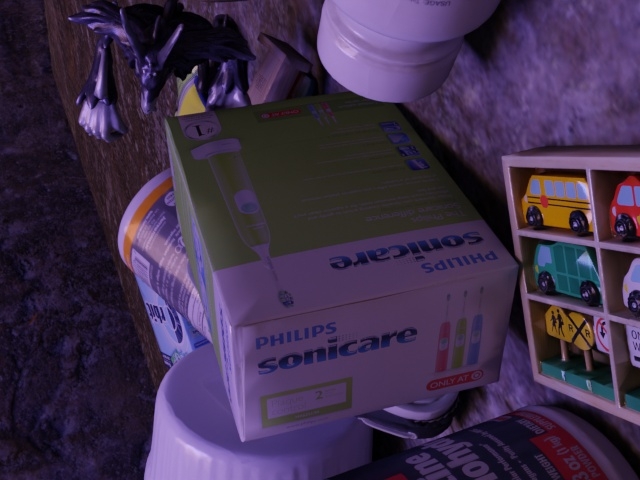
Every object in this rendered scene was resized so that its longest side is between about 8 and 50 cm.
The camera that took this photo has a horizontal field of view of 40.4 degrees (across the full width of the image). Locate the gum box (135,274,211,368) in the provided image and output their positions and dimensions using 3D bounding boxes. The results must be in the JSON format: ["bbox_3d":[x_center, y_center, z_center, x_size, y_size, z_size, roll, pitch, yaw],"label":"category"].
[{"bbox_3d":[-0.206,0.100,1.232,0.157,0.041,0.184,3,113,61],"label":"gum box"}]

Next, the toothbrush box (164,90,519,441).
[{"bbox_3d":[0.000,0.000,0.710,0.283,0.206,0.122,-118,22,-50],"label":"toothbrush box"}]

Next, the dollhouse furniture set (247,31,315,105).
[{"bbox_3d":[-0.028,-0.101,0.943,0.183,0.129,0.129,-62,37,18],"label":"dollhouse furniture set"}]

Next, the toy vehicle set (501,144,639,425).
[{"bbox_3d":[0.201,0.031,0.490,0.267,0.035,0.166,-166,63,-68],"label":"toy vehicle set"}]

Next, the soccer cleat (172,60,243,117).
[{"bbox_3d":[-0.152,-0.162,1.228,0.121,0.093,0.289,47,149,34],"label":"soccer cleat"}]

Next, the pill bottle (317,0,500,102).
[{"bbox_3d":[0.065,-0.202,0.553,0.229,0.131,0.131,106,144,-55],"label":"pill bottle"}]

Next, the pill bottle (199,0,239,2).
[{"bbox_3d":[-0.073,-0.360,0.791,0.146,0.146,0.264,-142,41,-59],"label":"pill bottle"}]

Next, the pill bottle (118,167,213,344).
[{"bbox_3d":[-0.095,0.042,1.020,0.278,0.162,0.162,37,143,25],"label":"pill bottle"}]

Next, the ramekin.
[{"bbox_3d":[-0.067,0.228,1.020,0.277,0.277,0.135,-134,42,-53],"label":"ramekin"}]

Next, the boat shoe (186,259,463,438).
[{"bbox_3d":[-0.004,0.096,0.846,0.302,0.114,0.091,33,153,24],"label":"boat shoe"}]

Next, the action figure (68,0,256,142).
[{"bbox_3d":[-0.139,-0.158,0.820,0.275,0.164,0.141,-88,5,-77],"label":"action figure"}]

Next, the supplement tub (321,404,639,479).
[{"bbox_3d":[0.084,0.241,0.605,0.191,0.272,0.191,165,90,-70],"label":"supplement tub"}]
